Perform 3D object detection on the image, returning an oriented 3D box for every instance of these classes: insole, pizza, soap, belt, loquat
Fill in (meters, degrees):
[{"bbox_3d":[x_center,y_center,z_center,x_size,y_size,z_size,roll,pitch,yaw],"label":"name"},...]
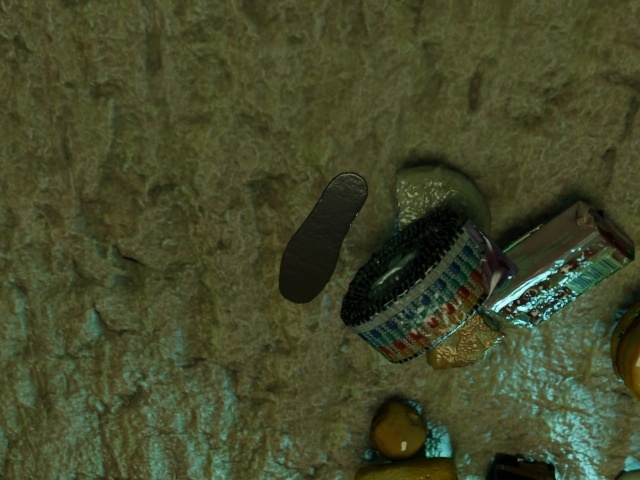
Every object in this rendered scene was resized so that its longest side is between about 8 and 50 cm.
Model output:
[{"bbox_3d":[0.000,0.000,1.644,0.111,0.007,0.327,23,119,-8],"label":"insole"},{"bbox_3d":[0.300,0.186,1.690,0.161,0.062,0.182,6,115,11],"label":"pizza"},{"bbox_3d":[0.440,0.055,1.552,0.273,0.098,0.218,-39,132,24],"label":"soap"},{"bbox_3d":[0.188,0.085,1.468,0.295,0.207,0.160,-42,110,11],"label":"belt"},{"bbox_3d":[0.168,0.424,1.809,0.137,0.113,0.137,22,129,30],"label":"loquat"}]

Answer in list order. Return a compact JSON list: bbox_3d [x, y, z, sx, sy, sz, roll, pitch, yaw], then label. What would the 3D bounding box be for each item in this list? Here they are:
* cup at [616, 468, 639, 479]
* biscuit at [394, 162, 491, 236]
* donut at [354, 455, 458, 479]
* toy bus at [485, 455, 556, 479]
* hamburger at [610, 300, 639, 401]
[{"bbox_3d":[0.786,0.619,1.812,0.255,0.173,0.202,6,118,2],"label":"cup"},{"bbox_3d":[0.235,-0.020,1.564,0.179,0.084,0.281,-6,124,6],"label":"biscuit"},{"bbox_3d":[0.192,0.543,1.807,0.254,0.253,0.118,-8,78,10],"label":"donut"},{"bbox_3d":[0.443,0.611,1.789,0.167,0.275,0.138,13,120,3],"label":"toy bus"},{"bbox_3d":[0.683,0.208,1.595,0.246,0.170,0.246,-1,109,-2],"label":"hamburger"}]
